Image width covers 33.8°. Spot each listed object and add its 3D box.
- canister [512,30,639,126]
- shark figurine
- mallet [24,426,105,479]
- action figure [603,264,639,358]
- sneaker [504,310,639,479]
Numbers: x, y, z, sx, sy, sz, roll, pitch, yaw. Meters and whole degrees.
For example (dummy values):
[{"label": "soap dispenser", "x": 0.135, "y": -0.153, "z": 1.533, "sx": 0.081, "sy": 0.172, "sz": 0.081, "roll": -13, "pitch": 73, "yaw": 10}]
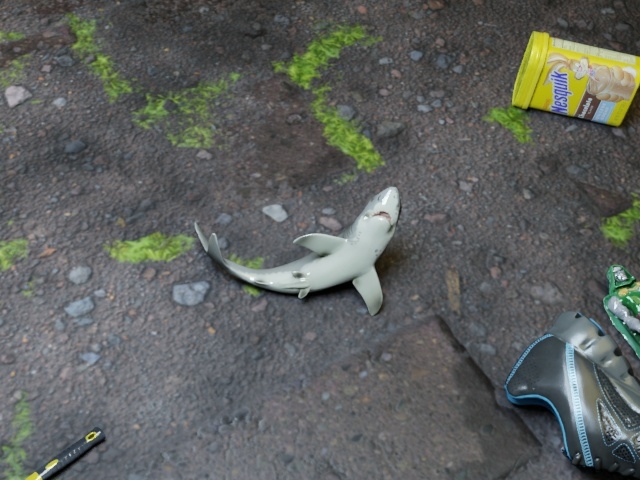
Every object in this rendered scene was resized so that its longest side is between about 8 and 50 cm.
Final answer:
[{"label": "canister", "x": 0.393, "y": -0.245, "z": 1.617, "sx": 0.170, "sy": 0.126, "sz": 0.073, "roll": 13, "pitch": 51, "yaw": 2}, {"label": "shark figurine", "x": -0.019, "y": 0.020, "z": 1.402, "sx": 0.278, "sy": 0.166, "sz": 0.116, "roll": -11, "pitch": 26, "yaw": 7}, {"label": "mallet", "x": -0.331, "y": 0.266, "z": 1.195, "sx": 0.062, "sy": 0.039, "sz": 0.190, "roll": 31, "pitch": 50, "yaw": 21}, {"label": "action figure", "x": 0.447, "y": 0.120, "z": 1.374, "sx": 0.137, "sy": 0.063, "sz": 0.232, "roll": -21, "pitch": 54, "yaw": -20}, {"label": "sneaker", "x": 0.368, "y": 0.245, "z": 1.249, "sx": 0.140, "sy": 0.125, "sz": 0.341, "roll": -41, "pitch": 62, "yaw": -6}]
